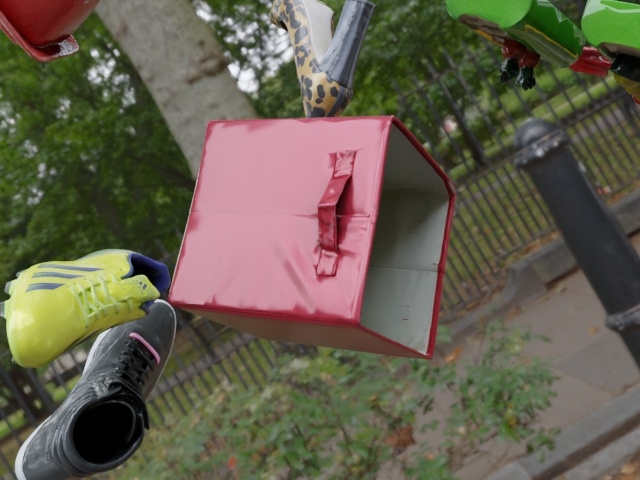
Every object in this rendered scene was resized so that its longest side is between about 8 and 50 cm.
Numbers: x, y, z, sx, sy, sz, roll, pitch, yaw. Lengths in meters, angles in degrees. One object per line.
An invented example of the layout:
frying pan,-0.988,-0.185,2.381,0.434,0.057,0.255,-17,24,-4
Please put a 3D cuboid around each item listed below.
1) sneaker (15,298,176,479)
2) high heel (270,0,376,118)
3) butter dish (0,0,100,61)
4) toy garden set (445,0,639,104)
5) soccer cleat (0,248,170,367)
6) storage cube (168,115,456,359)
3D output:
sneaker,-0.237,0.180,1.006,0.147,0.104,0.296,-21,28,45
high heel,-0.032,-0.258,1.181,0.093,0.186,0.261,16,5,-34
butter dish,-0.265,-0.265,0.780,0.118,0.160,0.160,-34,15,8
toy garden set,0.209,-0.070,0.429,0.244,0.049,0.204,20,10,29
soccer cleat,-0.242,0.061,0.880,0.121,0.093,0.289,-4,9,6
storage cube,0.000,0.000,0.775,0.193,0.183,0.215,3,-14,28
